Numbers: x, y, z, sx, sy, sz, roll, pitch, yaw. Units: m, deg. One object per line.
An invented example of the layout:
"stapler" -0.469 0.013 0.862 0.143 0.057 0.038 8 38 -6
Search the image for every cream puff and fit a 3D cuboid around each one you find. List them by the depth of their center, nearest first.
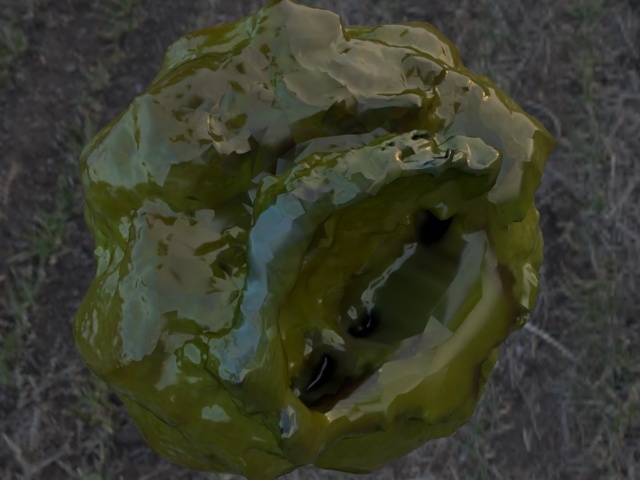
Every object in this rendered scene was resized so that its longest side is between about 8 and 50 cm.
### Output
"cream puff" 0.002 0.000 0.650 0.282 0.185 0.282 2 83 -12
